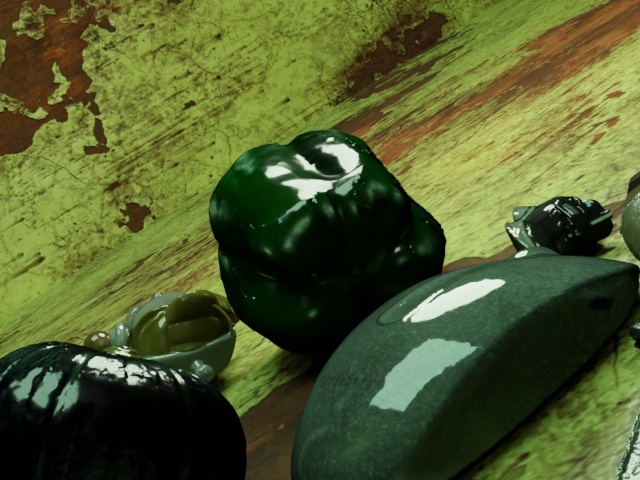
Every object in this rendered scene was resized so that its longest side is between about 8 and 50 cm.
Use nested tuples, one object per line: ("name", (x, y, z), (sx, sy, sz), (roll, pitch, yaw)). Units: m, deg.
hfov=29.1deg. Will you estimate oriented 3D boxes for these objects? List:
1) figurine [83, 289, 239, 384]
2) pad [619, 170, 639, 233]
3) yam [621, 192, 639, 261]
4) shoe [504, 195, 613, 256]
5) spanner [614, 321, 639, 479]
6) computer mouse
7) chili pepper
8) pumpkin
("figurine", (-0.204, 0.139, 1.527), (0.193, 0.133, 0.274), (-8, -13, -45))
("pad", (0.372, -0.082, 1.251), (0.158, 0.003, 0.235), (-39, 3, 23))
("yam", (0.301, -0.002, 1.060), (0.069, 0.070, 0.146), (-27, 11, 9))
("shoe", (0.244, -0.010, 1.233), (0.099, 0.071, 0.169), (-23, 10, 16))
("spanner", (0.243, 0.107, 0.860), (0.093, 0.026, 0.325), (-20, 16, 32))
("computer mouse", (0.116, 0.085, 1.018), (0.374, 0.114, 0.203), (-36, 13, -35))
("chili pepper", (0.000, 0.000, 1.384), (0.248, 0.233, 0.256), (-35, 19, -7))
("pumpkin", (-0.191, 0.210, 1.047), (0.248, 0.248, 0.248), (-28, 12, 6))
